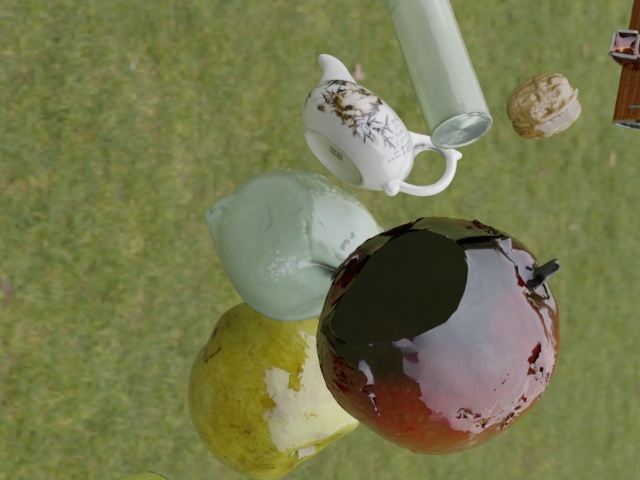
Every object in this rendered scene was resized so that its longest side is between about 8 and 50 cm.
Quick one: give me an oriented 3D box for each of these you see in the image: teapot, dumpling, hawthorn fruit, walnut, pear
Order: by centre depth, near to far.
[{"bbox_3d":[0.131,0.110,1.554,0.316,0.316,0.316,-9,101,-56],"label":"hawthorn fruit"},{"bbox_3d":[0.289,-0.174,1.700,0.079,0.096,0.082,60,10,-20],"label":"walnut"},{"bbox_3d":[-0.011,-0.003,1.981,0.270,0.321,0.212,-23,156,-14],"label":"dumpling"},{"bbox_3d":[0.083,-0.169,2.149,0.166,0.299,0.208,-55,172,-28],"label":"teapot"},{"bbox_3d":[-0.080,0.244,2.252,0.304,0.304,0.304,-9,101,-56],"label":"pear"}]

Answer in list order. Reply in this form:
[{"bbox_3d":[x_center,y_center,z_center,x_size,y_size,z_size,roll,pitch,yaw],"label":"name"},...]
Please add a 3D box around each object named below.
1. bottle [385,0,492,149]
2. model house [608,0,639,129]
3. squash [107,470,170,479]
[{"bbox_3d":[0.129,-0.204,1.466,0.072,0.072,0.201,27,42,-54],"label":"bottle"},{"bbox_3d":[0.375,-0.193,1.254,0.207,0.154,0.294,7,93,-64],"label":"model house"},{"bbox_3d":[-0.267,0.369,1.676,0.247,0.132,0.132,19,77,-73],"label":"squash"}]
